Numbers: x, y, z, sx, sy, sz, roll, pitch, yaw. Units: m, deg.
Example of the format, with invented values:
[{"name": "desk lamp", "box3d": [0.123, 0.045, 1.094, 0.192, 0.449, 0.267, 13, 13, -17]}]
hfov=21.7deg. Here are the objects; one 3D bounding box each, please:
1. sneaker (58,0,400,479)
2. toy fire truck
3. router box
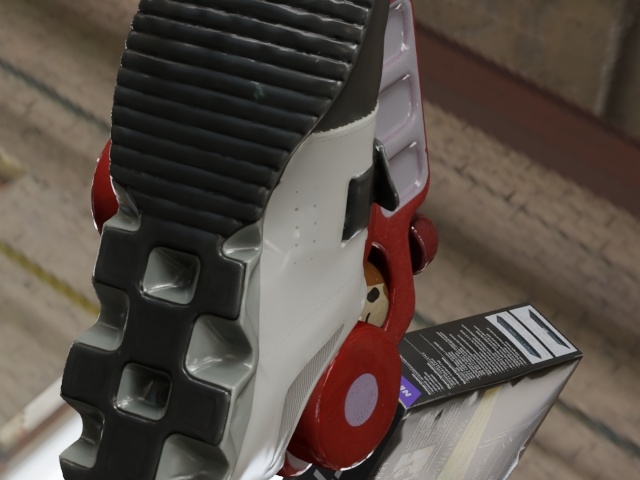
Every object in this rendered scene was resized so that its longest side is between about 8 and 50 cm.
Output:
[{"name": "sneaker", "box3d": [-0.028, -0.023, 0.831, 0.122, 0.146, 0.331, 22, -83, 27]}, {"name": "toy fire truck", "box3d": [0.000, 0.000, 1.152, 0.169, 0.254, 0.302, 15, -52, 37]}, {"name": "router box", "box3d": [0.073, 0.211, 1.494, 0.081, 0.243, 0.309, 45, -55, 29]}]
